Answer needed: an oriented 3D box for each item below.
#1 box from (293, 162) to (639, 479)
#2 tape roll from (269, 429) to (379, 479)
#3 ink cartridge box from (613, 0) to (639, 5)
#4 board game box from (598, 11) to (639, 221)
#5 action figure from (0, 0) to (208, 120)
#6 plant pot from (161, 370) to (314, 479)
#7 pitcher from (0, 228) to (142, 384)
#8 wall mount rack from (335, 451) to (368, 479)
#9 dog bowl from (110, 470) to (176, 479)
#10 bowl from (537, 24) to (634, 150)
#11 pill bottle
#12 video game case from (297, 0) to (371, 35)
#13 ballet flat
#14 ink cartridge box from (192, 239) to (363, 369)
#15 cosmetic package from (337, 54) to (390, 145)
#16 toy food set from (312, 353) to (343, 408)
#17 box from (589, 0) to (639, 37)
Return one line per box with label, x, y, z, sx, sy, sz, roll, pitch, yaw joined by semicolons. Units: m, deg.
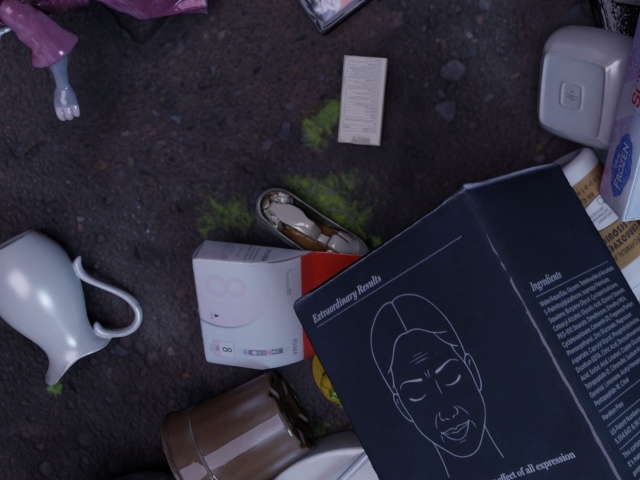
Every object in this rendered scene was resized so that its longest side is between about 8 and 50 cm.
box;0.203;0.162;0.935;0.293;0.212;0.396;-36;77;42
tape roll;0.078;0.465;1.209;0.391;0.072;0.392;2;100;11
ink cartridge box;0.375;-0.418;0.940;0.261;0.066;0.296;16;86;17
board game box;0.482;-0.182;0.883;0.318;0.066;0.318;-6;126;-9
action figure;-0.308;-0.329;1.025;0.370;0.276;0.248;-25;77;-12
plant pot;-0.108;0.276;1.171;0.165;0.167;0.167;-31;93;8
pitcher;-0.376;0.079;1.213;0.177;0.125;0.207;-30;105;-5
wall mount rack;0.066;0.431;1.094;0.350;0.304;0.130;44;150;1
dog bowl;-0.244;0.501;1.229;0.348;0.102;0.349;6;105;25
bowl;0.315;-0.178;0.998;0.142;0.053;0.142;31;132;46
pill bottle;0.343;0.011;1.037;0.131;0.131;0.229;-36;92;15
video game case;0.041;-0.443;1.053;0.274;0.035;0.248;-34;95;17
ballet flat;0.000;0.000;1.131;0.213;0.068;0.072;32;77;5
ink cartridge box;-0.050;0.097;1.140;0.232;0.066;0.189;8;126;13
cosmetic package;0.058;-0.185;1.104;0.060;0.041;0.115;8;102;9
toy food set;0.093;0.194;1.136;0.217;0.071;0.128;2;112;7
box;0.431;-0.252;0.997;0.180;0.077;0.147;-15;98;14
